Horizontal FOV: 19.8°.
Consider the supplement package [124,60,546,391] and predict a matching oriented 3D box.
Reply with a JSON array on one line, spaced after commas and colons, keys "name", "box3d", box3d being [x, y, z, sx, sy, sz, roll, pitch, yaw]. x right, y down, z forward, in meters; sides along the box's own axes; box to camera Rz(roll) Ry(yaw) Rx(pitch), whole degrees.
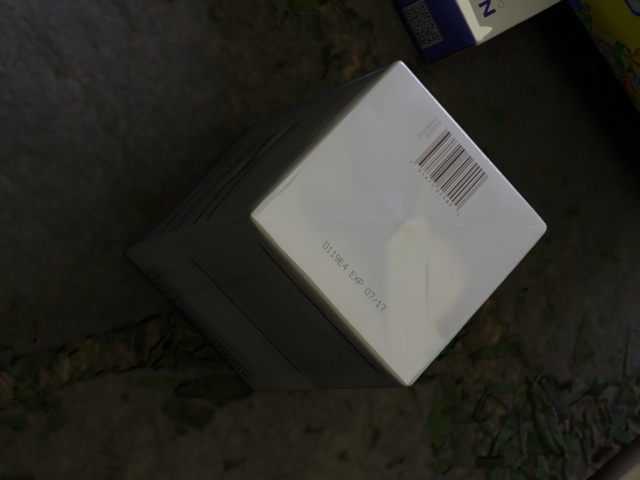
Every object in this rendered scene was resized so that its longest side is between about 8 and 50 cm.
[{"name": "supplement package", "box3d": [0.000, 0.000, 1.129, 0.139, 0.244, 0.134, 48, 70, -13]}]

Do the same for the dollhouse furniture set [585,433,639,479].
[{"name": "dollhouse furniture set", "box3d": [0.297, 0.242, 1.198, 0.286, 0.303, 0.198, -36, 98, -22]}]

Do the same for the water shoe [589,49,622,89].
[{"name": "water shoe", "box3d": [0.286, -0.098, 1.370, 0.203, 0.073, 0.080, 36, 100, -17]}]

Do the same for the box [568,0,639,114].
[{"name": "box", "box3d": [0.335, -0.213, 1.247, 0.290, 0.177, 0.279, -40, 103, -21]}]

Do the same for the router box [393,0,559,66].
[{"name": "router box", "box3d": [0.133, -0.341, 1.312, 0.301, 0.082, 0.335, -29, 96, -23]}]
